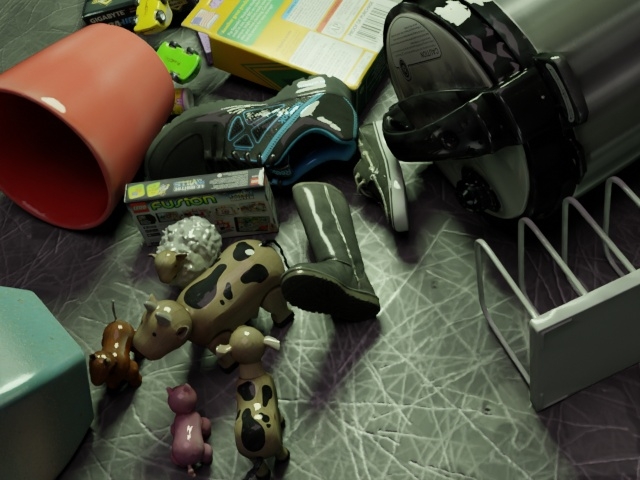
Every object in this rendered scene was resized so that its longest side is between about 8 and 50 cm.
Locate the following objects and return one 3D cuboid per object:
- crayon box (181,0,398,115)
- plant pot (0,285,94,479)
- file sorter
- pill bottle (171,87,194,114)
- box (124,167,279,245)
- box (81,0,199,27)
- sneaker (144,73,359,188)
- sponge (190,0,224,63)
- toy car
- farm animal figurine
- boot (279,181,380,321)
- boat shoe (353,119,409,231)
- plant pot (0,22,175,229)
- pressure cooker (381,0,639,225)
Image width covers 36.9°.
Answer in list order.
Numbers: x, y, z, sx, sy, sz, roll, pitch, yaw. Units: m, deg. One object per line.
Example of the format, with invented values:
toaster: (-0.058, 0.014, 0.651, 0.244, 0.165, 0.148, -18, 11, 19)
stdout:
crayon box: (-0.040, -0.348, 1.607, 0.323, 0.083, 0.203, 23, 62, 15)
plant pot: (-0.437, 0.201, 1.224, 0.252, 0.248, 0.247, -28, 52, -32)
file sorter: (0.349, 0.047, 1.200, 0.278, 0.193, 0.173, -25, 51, -7)
pill bottle: (-0.258, -0.232, 1.614, 0.083, 0.043, 0.043, -3, 54, 10)
box: (-0.173, -0.048, 1.420, 0.207, 0.114, 0.036, -6, 53, 7)
box: (-0.324, -0.481, 1.780, 0.220, 0.051, 0.175, -10, 53, 18)
sneaker: (-0.106, -0.142, 1.450, 0.341, 0.125, 0.139, -21, 50, 6)
sponge: (-0.174, -0.412, 1.736, 0.117, 0.031, 0.210, -20, 53, -3)
toy car: (-0.279, -0.311, 1.633, 0.225, 0.053, 0.239, 28, 84, 34)
farm animal figurine: (-0.145, 0.122, 1.254, 0.330, 0.172, 0.326, 21, 61, 24)
boot: (-0.002, 0.001, 1.326, 0.076, 0.190, 0.208, -29, 56, 27)
boat shoe: (0.086, -0.092, 1.428, 0.070, 0.077, 0.219, -12, 45, 2)
plant pot: (-0.369, -0.192, 1.489, 0.275, 0.275, 0.243, 16, 48, 22)
pressure cooker: (0.285, -0.225, 1.300, 0.420, 0.370, 0.375, -32, 60, -11)
